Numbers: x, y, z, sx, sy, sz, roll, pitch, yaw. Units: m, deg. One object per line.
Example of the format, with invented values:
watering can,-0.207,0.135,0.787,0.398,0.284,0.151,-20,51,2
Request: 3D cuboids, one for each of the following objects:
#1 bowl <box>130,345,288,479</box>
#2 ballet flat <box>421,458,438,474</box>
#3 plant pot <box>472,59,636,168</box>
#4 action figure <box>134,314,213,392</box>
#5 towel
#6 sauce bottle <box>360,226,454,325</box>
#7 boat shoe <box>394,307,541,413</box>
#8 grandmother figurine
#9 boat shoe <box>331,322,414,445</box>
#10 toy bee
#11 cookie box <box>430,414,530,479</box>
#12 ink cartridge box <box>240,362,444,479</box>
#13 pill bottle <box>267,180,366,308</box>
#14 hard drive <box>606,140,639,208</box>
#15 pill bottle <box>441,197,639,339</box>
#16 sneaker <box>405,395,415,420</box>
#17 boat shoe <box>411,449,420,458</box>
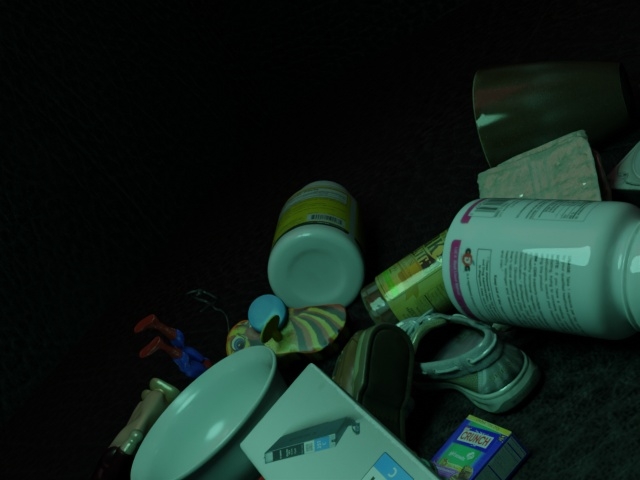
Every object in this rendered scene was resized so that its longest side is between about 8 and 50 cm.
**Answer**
bowl,-0.147,0.318,1.420,0.298,0.134,0.298,-36,18,14
ballet flat,0.087,0.333,0.985,0.070,0.070,0.188,-15,37,54
plant pot,0.407,-0.221,1.522,0.230,0.215,0.215,-13,29,28
action figure,-0.242,0.246,1.597,0.139,0.280,0.091,-38,44,16
towel,0.315,-0.015,1.248,0.187,0.049,0.282,-23,48,32
sauce bottle,0.227,0.027,1.396,0.344,0.111,0.111,-35,17,8
boat shoe,0.172,0.145,1.222,0.118,0.103,0.320,-44,17,-10
grandmother figurine,-0.388,0.427,1.741,0.342,0.104,0.208,-60,-2,-42
boat shoe,0.046,0.259,1.158,0.104,0.111,0.307,-31,33,53
toy bee,-0.097,0.187,1.597,0.298,0.195,0.162,-5,65,34
cookie box,0.174,0.262,1.034,0.107,0.040,0.092,-45,17,-15
ink cartridge box,-0.011,0.308,0.991,0.261,0.066,0.296,-50,32,-5
pill bottle,0.000,0.000,1.815,0.188,0.188,0.334,-35,17,17
hard drive,0.567,-0.160,1.222,0.339,0.064,0.237,-43,17,-12
pill bottle,0.301,0.032,1.062,0.283,0.160,0.160,5,46,46
sneaker,0.044,0.263,1.267,0.191,0.071,0.083,-25,28,42
boat shoe,0.090,0.325,1.064,0.056,0.048,0.153,-13,37,38
